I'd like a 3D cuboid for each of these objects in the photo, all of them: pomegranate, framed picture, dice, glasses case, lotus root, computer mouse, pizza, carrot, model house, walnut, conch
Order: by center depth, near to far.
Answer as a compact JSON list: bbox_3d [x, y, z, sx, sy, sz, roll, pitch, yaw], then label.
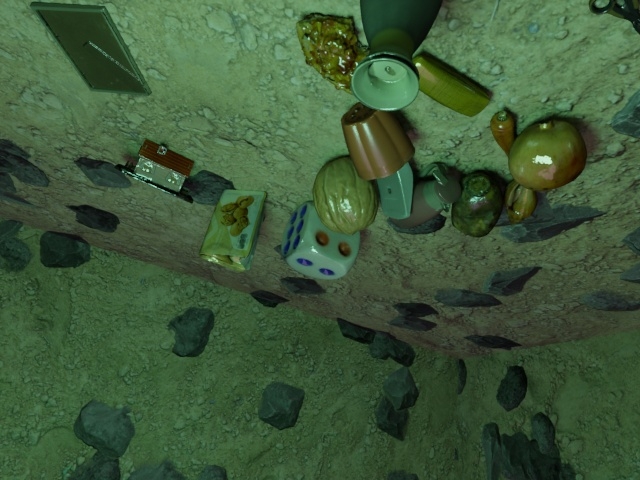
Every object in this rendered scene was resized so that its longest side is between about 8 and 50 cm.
[{"bbox_3d":[0.066,-0.436,1.042,0.306,0.085,0.161,28,149,-31],"label":"pizza"},{"bbox_3d":[0.314,-0.382,1.063,0.234,0.064,0.079,22,150,-19],"label":"glasses case"},{"bbox_3d":[0.596,-0.226,1.124,0.192,0.191,0.191,10,154,5],"label":"pomegranate"},{"bbox_3d":[0.525,-0.277,1.202,0.061,0.061,0.257,-4,154,30],"label":"carrot"},{"bbox_3d":[-0.640,-0.534,1.217,0.212,0.020,0.289,8,153,9],"label":"framed picture"},{"bbox_3d":[0.636,-0.166,1.350,0.110,0.093,0.330,-2,133,10],"label":"conch"},{"bbox_3d":[0.245,-0.179,1.378,0.128,0.079,0.230,22,127,54],"label":"computer mouse"},{"bbox_3d":[0.515,-0.118,1.401,0.160,0.151,0.275,21,164,21],"label":"lotus root"},{"bbox_3d":[0.084,-0.145,1.427,0.225,0.260,0.225,-9,178,0],"label":"walnut"},{"bbox_3d":[-0.602,-0.276,1.624,0.294,0.153,0.207,25,-176,-23],"label":"model house"},{"bbox_3d":[0.000,0.000,1.747,0.251,0.259,0.243,25,149,-21],"label":"dice"}]

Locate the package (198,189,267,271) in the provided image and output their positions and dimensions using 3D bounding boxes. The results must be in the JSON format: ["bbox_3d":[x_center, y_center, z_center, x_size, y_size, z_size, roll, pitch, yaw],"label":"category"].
[{"bbox_3d":[-0.330,-0.036,1.745,0.222,0.311,0.165,3,150,15],"label":"package"}]

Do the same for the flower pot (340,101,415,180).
[{"bbox_3d":[0.150,-0.292,1.199,0.191,0.190,0.173,-6,137,32],"label":"flower pot"}]

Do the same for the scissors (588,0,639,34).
[{"bbox_3d":[0.639,-0.444,0.859,0.220,0.017,0.088,24,151,-24],"label":"scissors"}]

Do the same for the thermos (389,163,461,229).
[{"bbox_3d":[0.345,-0.148,1.407,0.146,0.176,0.265,2,167,-21],"label":"thermos"}]

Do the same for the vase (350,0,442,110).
[{"bbox_3d":[0.144,-0.404,0.803,0.174,0.320,0.173,9,154,4],"label":"vase"}]
